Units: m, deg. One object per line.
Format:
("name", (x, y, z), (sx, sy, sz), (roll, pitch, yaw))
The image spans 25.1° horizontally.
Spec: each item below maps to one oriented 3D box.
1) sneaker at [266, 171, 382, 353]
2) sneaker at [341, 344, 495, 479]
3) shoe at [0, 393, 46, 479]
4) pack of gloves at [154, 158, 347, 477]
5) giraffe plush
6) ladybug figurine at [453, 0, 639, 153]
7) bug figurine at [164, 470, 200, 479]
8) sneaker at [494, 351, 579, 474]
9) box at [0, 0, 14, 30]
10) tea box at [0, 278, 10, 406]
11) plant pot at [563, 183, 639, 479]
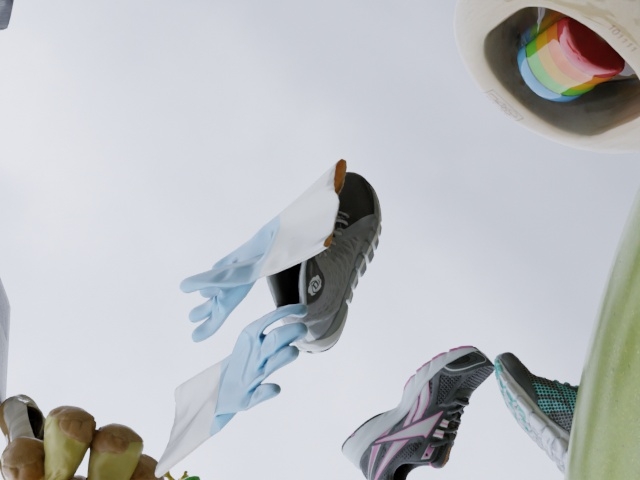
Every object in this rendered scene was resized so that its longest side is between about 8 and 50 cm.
("sneaker", (0.000, 0.000, 1.588), (0.132, 0.086, 0.228), (53, -136, -52))
("sneaker", (0.108, 0.177, 1.371), (0.072, 0.178, 0.077), (14, -145, -52))
("shoe", (-0.370, 0.252, 1.838), (0.076, 0.058, 0.219), (52, -176, -23))
("pack of gloves", (-0.072, 0.057, 1.108), (0.046, 0.232, 0.195), (27, -126, -19))
("giraffe plush", (-0.276, 0.314, 1.567), (0.181, 0.210, 0.170), (28, -157, -19))
("ladybug figurine", (0.318, -0.245, 1.675), (0.305, 0.162, 0.449), (41, 164, -10))
("bug figurine", (-0.256, 0.409, 1.972), (0.072, 0.216, 0.279), (33, -178, 25))
("sneaker", (0.219, 0.152, 1.265), (0.166, 0.076, 0.065), (49, 168, 34))
("box", (-0.485, -0.339, 1.294), (0.318, 0.097, 0.395), (-10, -121, -29))
("tea box", (-0.620, 0.125, 1.998), (0.329, 0.323, 0.220), (-113, 7, -63))
("plant pot", (0.298, 0.078, 0.980), (0.275, 0.275, 0.293), (-75, -19, -64))
